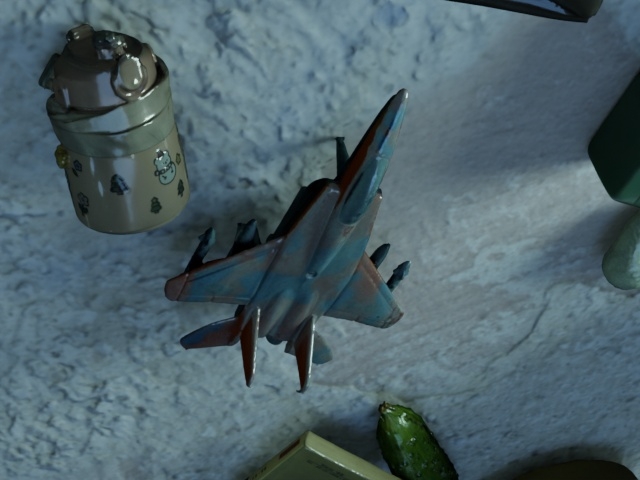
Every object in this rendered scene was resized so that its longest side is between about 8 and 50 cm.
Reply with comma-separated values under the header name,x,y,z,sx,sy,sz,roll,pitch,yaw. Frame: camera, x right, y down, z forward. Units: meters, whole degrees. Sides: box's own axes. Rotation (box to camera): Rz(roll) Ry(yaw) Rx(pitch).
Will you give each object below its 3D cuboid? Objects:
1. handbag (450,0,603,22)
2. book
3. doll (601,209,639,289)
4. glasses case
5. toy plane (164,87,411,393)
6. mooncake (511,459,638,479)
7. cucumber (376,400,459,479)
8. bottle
name,x,y,z,sx,sy,sz,roll,pitch,yaw
handbag,0.088,-0.275,0.629,0.257,0.113,0.285,4,133,-7
book,-0.016,0.304,1.167,0.161,0.026,0.231,31,129,-19
doll,0.368,-0.005,0.970,0.214,0.071,0.104,-9,113,7
glasses case,0.288,-0.116,0.839,0.039,0.078,0.184,14,128,-20
toy plane,-0.001,-0.005,0.868,0.222,0.104,0.326,10,126,-22
mooncake,0.281,0.363,1.267,0.234,0.117,0.235,-5,132,-5
cucumber,0.108,0.249,1.157,0.069,0.069,0.227,-21,131,8
bottle,-0.152,-0.089,0.765,0.098,0.099,0.152,-10,126,-3
